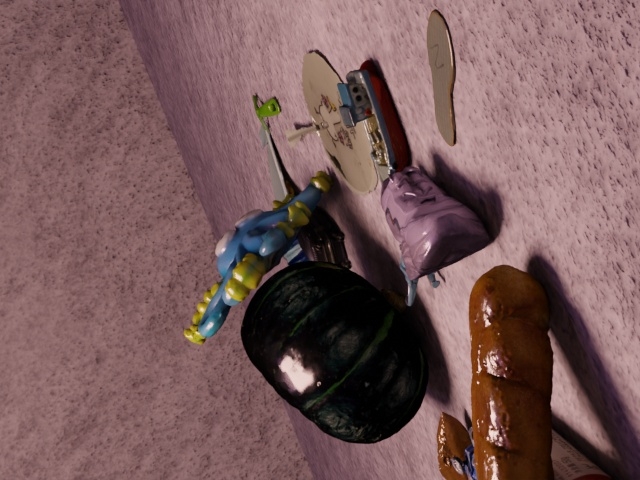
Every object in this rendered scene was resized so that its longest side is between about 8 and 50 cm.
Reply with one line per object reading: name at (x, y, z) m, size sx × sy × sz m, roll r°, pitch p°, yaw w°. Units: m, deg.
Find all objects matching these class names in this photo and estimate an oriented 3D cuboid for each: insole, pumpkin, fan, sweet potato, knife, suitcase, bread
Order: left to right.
knife at (-0.098, -0.232, 2.318) m, size 0.078 × 0.022 × 0.166 m, roll 63°, pitch 169°, yaw -7°
suitcase at (0.000, 0.000, 2.236) m, size 0.126 × 0.059 × 0.086 m, roll -126°, pitch 18°, yaw -53°
fan at (0.002, -0.177, 1.996) m, size 0.233 × 0.012 × 0.414 m, roll 70°, pitch 165°, yaw -8°
pumpkin at (0.034, 0.161, 1.975) m, size 0.315 × 0.238 × 0.315 m, roll 45°, pitch 179°, yaw 1°
insole at (0.136, -0.180, 1.434) m, size 0.188 × 0.004 × 0.064 m, roll 80°, pitch 163°, yaw -46°
sweet potato at (0.216, 0.344, 1.918) m, size 0.206 × 0.068 × 0.060 m, roll 60°, pitch 176°, yaw -12°
bread at (0.211, 0.199, 1.389) m, size 0.124 × 0.084 × 0.344 m, roll 110°, pitch 158°, yaw -82°

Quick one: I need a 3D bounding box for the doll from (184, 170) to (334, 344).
doll at (-0.111, 0.012, 2.086) m, size 0.098 × 0.346 × 0.341 m, roll 39°, pitch 168°, yaw -4°

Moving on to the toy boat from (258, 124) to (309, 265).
toy boat at (-0.077, -0.079, 2.422) m, size 0.220 × 0.067 × 0.291 m, roll 135°, pitch 114°, yaw -78°

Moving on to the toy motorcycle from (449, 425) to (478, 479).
toy motorcycle at (0.242, 0.333, 1.773) m, size 0.114 × 0.076 × 0.205 m, roll 48°, pitch 157°, yaw 34°

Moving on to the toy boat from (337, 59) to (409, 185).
toy boat at (0.068, -0.144, 1.663) m, size 0.069 × 0.058 × 0.173 m, roll -154°, pitch 42°, yaw -72°

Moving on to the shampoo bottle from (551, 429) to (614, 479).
shampoo bottle at (0.280, 0.295, 1.443) m, size 0.278 × 0.104 × 0.104 m, roll -140°, pitch 29°, yaw -65°

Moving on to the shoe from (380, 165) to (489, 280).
shoe at (0.126, -0.031, 1.541) m, size 0.138 × 0.095 × 0.245 m, roll 63°, pitch 174°, yaw 4°

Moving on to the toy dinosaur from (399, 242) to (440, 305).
toy dinosaur at (0.132, 0.030, 1.754) m, size 0.197 × 0.045 × 0.080 m, roll 92°, pitch 167°, yaw -48°
